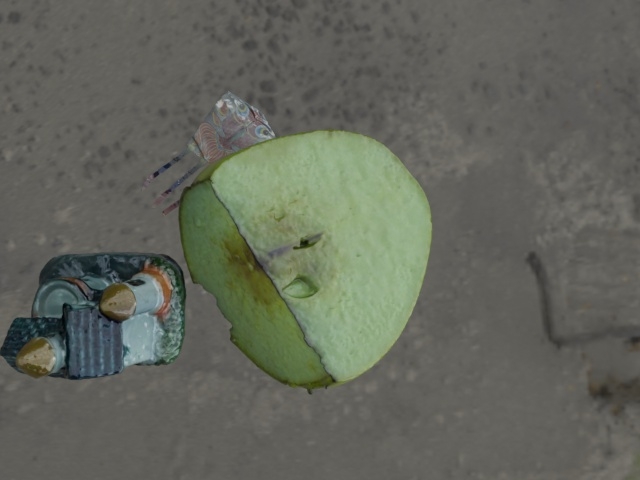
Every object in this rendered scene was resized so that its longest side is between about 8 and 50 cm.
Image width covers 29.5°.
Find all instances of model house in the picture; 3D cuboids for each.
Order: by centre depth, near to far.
[{"bbox_3d":[-0.368,0.127,1.840,0.291,0.253,0.184,-27,118,-69],"label":"model house"}]

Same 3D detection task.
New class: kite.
[{"bbox_3d":[-0.182,-0.131,1.901,0.229,0.016,0.127,-36,116,5],"label":"kite"}]

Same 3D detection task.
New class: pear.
[{"bbox_3d":[0.000,0.000,1.359,0.292,0.159,0.292,4,79,-21],"label":"pear"}]
